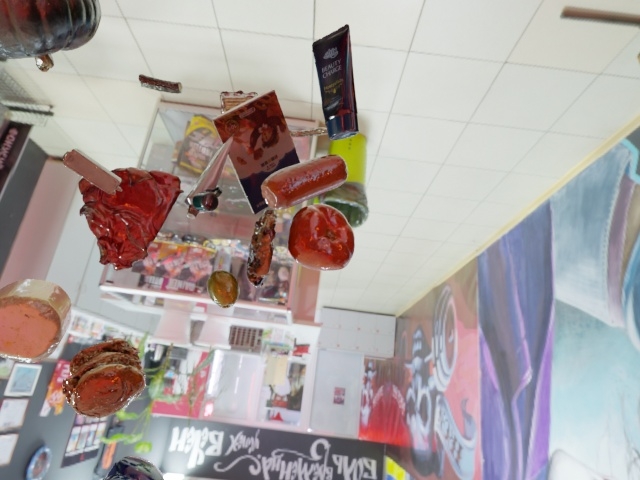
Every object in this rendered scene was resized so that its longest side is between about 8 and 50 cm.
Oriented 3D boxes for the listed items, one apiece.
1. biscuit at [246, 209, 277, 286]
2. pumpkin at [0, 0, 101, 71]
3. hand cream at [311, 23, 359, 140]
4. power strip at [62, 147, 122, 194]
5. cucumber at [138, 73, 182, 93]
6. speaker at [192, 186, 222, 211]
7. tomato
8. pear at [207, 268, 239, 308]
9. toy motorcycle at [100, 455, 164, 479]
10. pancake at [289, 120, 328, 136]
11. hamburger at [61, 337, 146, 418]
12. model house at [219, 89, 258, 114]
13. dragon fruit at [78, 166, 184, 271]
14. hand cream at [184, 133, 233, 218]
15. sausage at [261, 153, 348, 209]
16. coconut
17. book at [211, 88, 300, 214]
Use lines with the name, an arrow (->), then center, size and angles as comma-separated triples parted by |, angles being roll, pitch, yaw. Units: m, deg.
biscuit -> -0.222, 0.027, 1.505 | 0.081, 0.290, 0.334 | 12, -177, -11
pumpkin -> -0.533, -0.417, 0.741 | 0.249, 0.250, 0.216 | 4, 128, 7
hand cream -> 0.043, -0.399, 1.051 | 0.120, 0.271, 0.061 | -10, 176, 38
power strip -> -0.312, -0.093, 0.568 | 0.083, 0.027, 0.017 | 37, -170, -19
cucumber -> -0.706, -0.689, 1.817 | 0.187, 0.058, 0.058 | 12, 160, -1
speaker -> -0.347, -0.134, 1.267 | 0.075, 0.095, 0.060 | 4, 156, 44
tomato -> 0.000, -0.004, 1.464 | 0.259, 0.260, 0.180 | 19, 153, -28
pear -> -0.317, 0.157, 1.346 | 0.107, 0.131, 0.107 | -19, 155, -10
toy motorcycle -> -0.365, 0.488, 0.679 | 0.125, 0.196, 0.331 | 35, 116, -2
pancake -> 0.029, -0.373, 1.330 | 0.257, 0.056, 0.212 | 8, -158, 44
hamburger -> -0.748, 0.481, 1.414 | 0.260, 0.245, 0.211 | 21, -170, -41
model house -> -0.374, -0.610, 1.968 | 0.195, 0.254, 0.160 | -3, 122, -17
dragon fruit -> -0.642, -0.095, 1.336 | 0.286, 0.329, 0.228 | -16, 143, 29
hand cream -> -0.376, -0.216, 1.386 | 0.077, 0.341, 0.124 | 31, 145, -27
sausage -> -0.026, -0.122, 0.831 | 0.197, 0.076, 0.076 | -25, 174, -27
coconut -> -0.452, 0.120, 0.636 | 0.116, 0.116, 0.122 | 17, -177, -24
book -> -0.237, -0.358, 1.695 | 0.039, 0.300, 0.428 | 24, 143, 47
